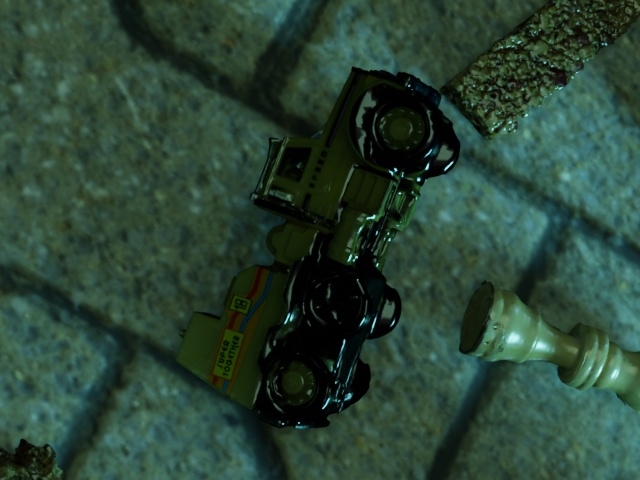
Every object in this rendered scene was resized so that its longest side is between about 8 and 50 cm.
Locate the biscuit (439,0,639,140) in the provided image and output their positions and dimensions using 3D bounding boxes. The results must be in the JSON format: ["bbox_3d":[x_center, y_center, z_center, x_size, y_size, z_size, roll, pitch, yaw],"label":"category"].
[{"bbox_3d":[0.183,-0.156,1.419,0.199,0.034,0.064,-41,92,-16],"label":"biscuit"}]

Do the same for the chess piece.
[{"bbox_3d":[0.192,0.085,1.369,0.172,0.060,0.060,20,76,-11],"label":"chess piece"}]

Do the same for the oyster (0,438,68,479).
[{"bbox_3d":[-0.236,0.179,1.264,0.132,0.029,0.086,-15,84,-17],"label":"oyster"}]

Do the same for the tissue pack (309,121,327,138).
[{"bbox_3d":[0.036,-0.060,1.364,0.083,0.042,0.062,46,74,-3],"label":"tissue pack"}]

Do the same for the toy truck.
[{"bbox_3d":[0.005,0.000,1.285,0.127,0.127,0.257,26,94,16],"label":"toy truck"}]
